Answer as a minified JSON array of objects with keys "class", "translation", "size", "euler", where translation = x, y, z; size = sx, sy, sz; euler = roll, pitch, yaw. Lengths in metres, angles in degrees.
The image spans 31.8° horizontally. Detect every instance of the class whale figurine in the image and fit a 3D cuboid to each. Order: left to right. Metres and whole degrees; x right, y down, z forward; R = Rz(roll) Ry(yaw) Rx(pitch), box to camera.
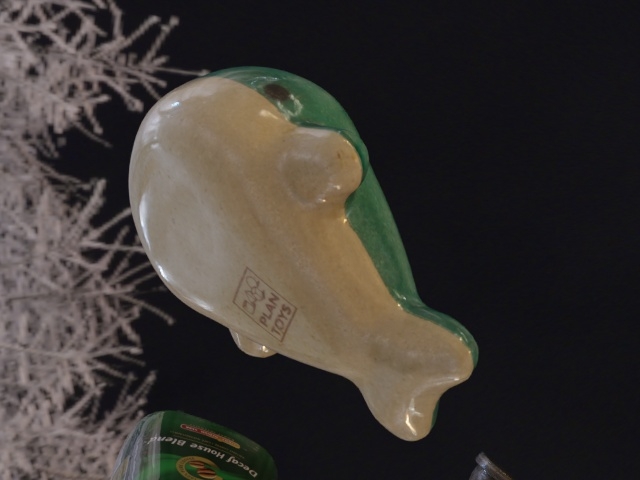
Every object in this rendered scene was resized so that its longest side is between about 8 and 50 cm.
[{"class":"whale figurine","translation":[0.000,0.000,0.736],"size":[0.272,0.141,0.216],"euler":[41,-41,17]}]

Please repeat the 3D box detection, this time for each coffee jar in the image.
[{"class":"coffee jar","translation":[-0.076,0.166,0.586],"size":[0.096,0.184,0.079],"euler":[23,-73,-6]}]

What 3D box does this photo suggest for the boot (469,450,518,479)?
[{"class":"boot","translation":[0.126,0.348,1.153],"size":[0.229,0.263,0.091],"euler":[-42,-116,-18]}]
